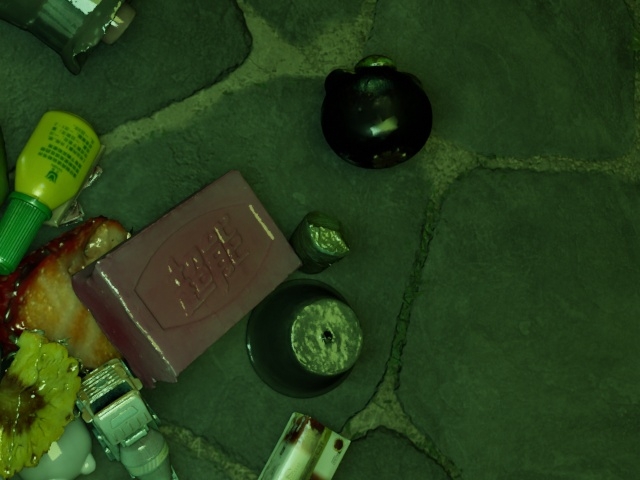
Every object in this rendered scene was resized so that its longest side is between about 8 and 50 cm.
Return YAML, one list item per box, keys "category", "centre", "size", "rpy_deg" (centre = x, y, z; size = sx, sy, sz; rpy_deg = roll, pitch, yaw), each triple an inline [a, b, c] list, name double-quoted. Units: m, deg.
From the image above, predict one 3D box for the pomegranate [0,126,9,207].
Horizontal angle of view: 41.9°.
- category: "pomegranate"
  centre: [-0.612, -0.119, 1.310]
  size: [0.291, 0.323, 0.290]
  rpy_deg: [-21, 117, -50]

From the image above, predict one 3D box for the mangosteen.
- category: "mangosteen"
  centre: [0.108, -0.252, 1.641]
  size: [0.243, 0.243, 0.243]
  rpy_deg: [2, 83, -19]

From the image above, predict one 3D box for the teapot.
- category: "teapot"
  centre: [-0.473, -0.499, 1.442]
  size: [0.362, 0.305, 0.376]
  rpy_deg: [39, 43, -20]

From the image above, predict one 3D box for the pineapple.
- category: "pineapple"
  centre: [-0.429, 0.251, 1.282]
  size: [0.079, 0.135, 0.233]
  rpy_deg: [18, 86, 22]

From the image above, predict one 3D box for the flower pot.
- category: "flower pot"
  centre: [-0.011, 0.182, 1.574]
  size: [0.235, 0.148, 0.235]
  rpy_deg: [3, 81, -19]

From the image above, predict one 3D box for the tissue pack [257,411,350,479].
- category: "tissue pack"
  centre: [-0.030, 0.413, 1.563]
  size: [0.106, 0.099, 0.148]
  rpy_deg: [33, 74, -14]

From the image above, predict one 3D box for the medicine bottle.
- category: "medicine bottle"
  centre: [-0.462, -0.082, 1.373]
  size: [0.111, 0.076, 0.309]
  rpy_deg: [33, 54, -22]

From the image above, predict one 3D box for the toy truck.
- category: "toy truck"
  centre: [-0.318, 0.325, 1.412]
  size: [0.108, 0.140, 0.256]
  rpy_deg: [-33, 140, -20]

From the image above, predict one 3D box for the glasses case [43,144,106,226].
- category: "glasses case"
  centre: [-0.443, -0.093, 1.477]
  size: [0.102, 0.070, 0.193]
  rpy_deg: [21, 57, 1]

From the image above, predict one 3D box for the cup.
- category: "cup"
  centre: [-0.470, 0.353, 1.394]
  size: [0.173, 0.134, 0.142]
  rpy_deg: [-29, 94, -20]

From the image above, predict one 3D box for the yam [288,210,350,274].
- category: "yam"
  centre: [0.000, 0.000, 1.546]
  size: [0.106, 0.259, 0.106]
  rpy_deg: [2, 79, -12]

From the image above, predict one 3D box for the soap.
- category: "soap"
  centre: [-0.223, 0.058, 1.461]
  size: [0.359, 0.128, 0.233]
  rpy_deg: [-42, 101, -42]

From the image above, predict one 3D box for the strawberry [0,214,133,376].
- category: "strawberry"
  centre: [-0.453, 0.096, 1.428]
  size: [0.253, 0.150, 0.280]
  rpy_deg: [12, 71, -47]
